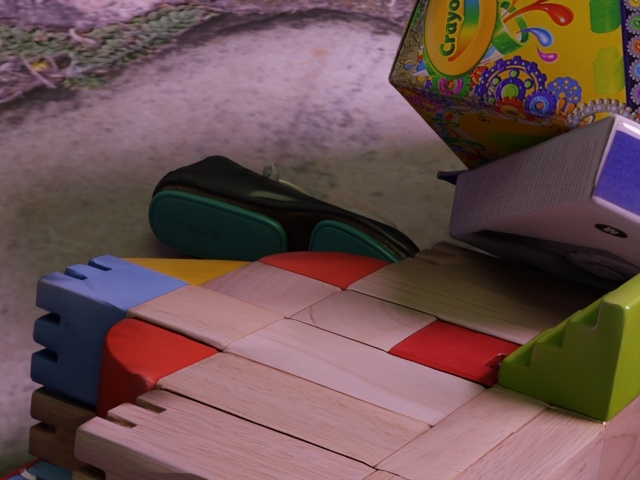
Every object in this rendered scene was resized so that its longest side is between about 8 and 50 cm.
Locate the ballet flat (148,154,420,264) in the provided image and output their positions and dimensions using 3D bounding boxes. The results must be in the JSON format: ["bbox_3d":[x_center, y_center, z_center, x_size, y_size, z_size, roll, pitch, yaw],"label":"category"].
[{"bbox_3d":[0.000,0.000,0.913,0.203,0.074,0.074,22,36,22],"label":"ballet flat"}]

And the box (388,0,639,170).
[{"bbox_3d":[0.231,-0.077,0.813,0.279,0.177,0.290,16,-10,28],"label":"box"}]

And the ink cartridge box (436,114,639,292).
[{"bbox_3d":[0.179,0.017,0.769,0.223,0.045,0.224,23,-9,-12],"label":"ink cartridge box"}]

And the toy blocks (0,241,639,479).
[{"bbox_3d":[-0.007,0.081,0.685,0.261,0.190,0.381,17,21,27],"label":"toy blocks"}]
